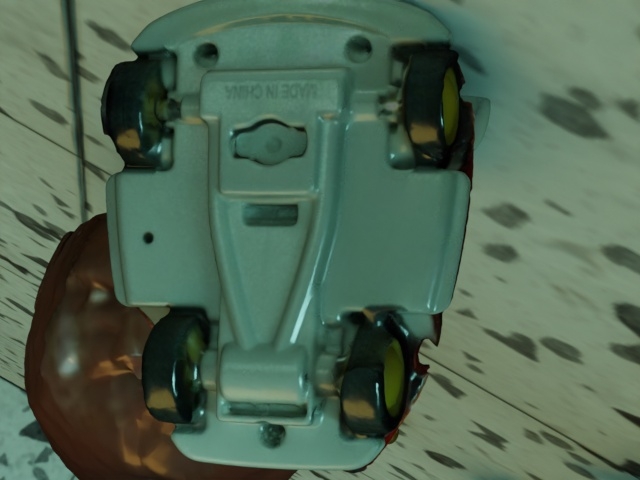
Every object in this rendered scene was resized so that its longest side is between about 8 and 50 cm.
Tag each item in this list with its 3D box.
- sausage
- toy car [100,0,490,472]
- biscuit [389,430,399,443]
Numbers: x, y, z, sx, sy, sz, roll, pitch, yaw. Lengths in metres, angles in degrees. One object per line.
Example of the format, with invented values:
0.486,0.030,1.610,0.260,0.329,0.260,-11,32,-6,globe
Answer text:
-0.067,0.059,0.744,0.152,0.152,0.280,30,166,-1,sausage
0.000,0.000,0.482,0.112,0.139,0.112,1,175,18,toy car
0.013,0.101,0.988,0.081,0.018,0.083,28,165,11,biscuit
